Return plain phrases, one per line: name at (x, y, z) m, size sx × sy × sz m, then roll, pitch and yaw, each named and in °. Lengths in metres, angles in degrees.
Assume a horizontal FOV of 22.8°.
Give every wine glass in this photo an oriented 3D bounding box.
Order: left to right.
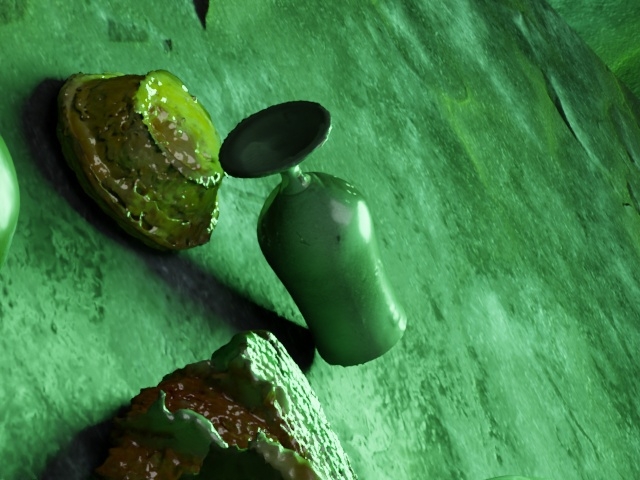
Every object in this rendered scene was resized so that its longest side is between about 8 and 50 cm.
wine glass at (0.000, 0.000, 1.372) m, size 0.103 × 0.103 × 0.231 m, roll -88°, pitch 159°, yaw -53°

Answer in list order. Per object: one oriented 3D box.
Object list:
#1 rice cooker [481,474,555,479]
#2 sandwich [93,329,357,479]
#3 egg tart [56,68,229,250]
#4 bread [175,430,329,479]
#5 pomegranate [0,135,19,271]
rice cooker at (0.122, 0.287, 1.182) m, size 0.226 × 0.226 × 0.244 m, roll 61°, pitch 23°, yaw 13°
sandwich at (-0.054, 0.167, 1.125) m, size 0.184 × 0.109 × 0.160 m, roll 53°, pitch 22°, yaw -5°
egg tart at (-0.139, -0.076, 1.328) m, size 0.191 × 0.074 × 0.191 m, roll 41°, pitch 30°, yaw -30°
bread at (-0.004, 0.316, 0.886) m, size 0.361 × 0.233 × 0.245 m, roll 47°, pitch 27°, yaw -10°
pomegranate at (-0.271, 0.000, 0.877) m, size 0.181 × 0.181 × 0.224 m, roll 47°, pitch 45°, yaw -19°
